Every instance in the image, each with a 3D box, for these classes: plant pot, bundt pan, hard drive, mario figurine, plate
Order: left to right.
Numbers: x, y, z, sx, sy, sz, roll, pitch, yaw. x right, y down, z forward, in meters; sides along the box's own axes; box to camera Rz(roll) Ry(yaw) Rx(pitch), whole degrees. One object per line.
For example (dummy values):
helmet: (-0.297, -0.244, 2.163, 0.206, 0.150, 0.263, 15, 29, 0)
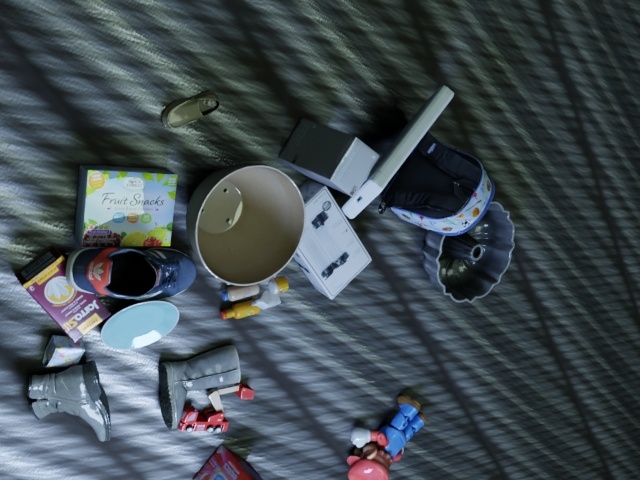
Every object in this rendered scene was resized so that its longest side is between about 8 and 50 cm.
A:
plate: (-0.429, 0.195, 1.716, 0.188, 0.024, 0.188, -21, 147, -14)
plant pot: (-0.205, -0.058, 1.716, 0.284, 0.191, 0.284, -13, 114, -31)
mario figurine: (0.188, 0.638, 2.309, 0.198, 0.170, 0.320, 46, 63, 0)
hard drive: (0.198, -0.228, 1.884, 0.047, 0.233, 0.353, 39, 67, -2)
bundt pan: (0.442, 0.019, 2.237, 0.331, 0.124, 0.330, -13, 114, -31)

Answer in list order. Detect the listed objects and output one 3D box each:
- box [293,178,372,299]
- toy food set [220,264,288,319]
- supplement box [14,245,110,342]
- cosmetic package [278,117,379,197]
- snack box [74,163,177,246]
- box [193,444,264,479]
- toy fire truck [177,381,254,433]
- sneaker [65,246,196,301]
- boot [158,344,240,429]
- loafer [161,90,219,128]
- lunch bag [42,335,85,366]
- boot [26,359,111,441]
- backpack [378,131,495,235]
box: (0.000, 0.000, 1.945, 0.169, 0.087, 0.290, -45, 125, -14)
toy food set: (-0.178, 0.127, 1.816, 0.105, 0.232, 0.111, -14, 81, -30)
supplement box: (-0.566, 0.119, 1.596, 0.104, 0.081, 0.188, -41, 125, -17)
cosmetic package: (0.018, -0.207, 1.788, 0.107, 0.238, 0.127, 32, 86, -38)
snack box: (-0.436, -0.077, 1.624, 0.207, 0.070, 0.174, 0, 106, -36)
box: (-0.215, 0.677, 1.928, 0.128, 0.257, 0.122, -50, 125, -10)
toy fire truck: (-0.281, 0.444, 1.932, 0.192, 0.047, 0.135, 12, 99, -36)
sneaker: (-0.385, 0.080, 1.622, 0.350, 0.148, 0.131, 1, 92, -54)
boot: (-0.308, 0.377, 1.871, 0.209, 0.076, 0.189, -5, 100, -39)
loafer: (-0.294, -0.301, 1.656, 0.148, 0.050, 0.056, -34, 122, -21)
lunch bag: (-0.588, 0.257, 1.648, 0.071, 0.053, 0.083, 8, 127, -37)
boot: (-0.586, 0.387, 1.692, 0.161, 0.083, 0.246, -13, 125, -12)
backpack: (0.345, -0.134, 2.026, 0.213, 0.263, 0.276, 33, 85, -42)
